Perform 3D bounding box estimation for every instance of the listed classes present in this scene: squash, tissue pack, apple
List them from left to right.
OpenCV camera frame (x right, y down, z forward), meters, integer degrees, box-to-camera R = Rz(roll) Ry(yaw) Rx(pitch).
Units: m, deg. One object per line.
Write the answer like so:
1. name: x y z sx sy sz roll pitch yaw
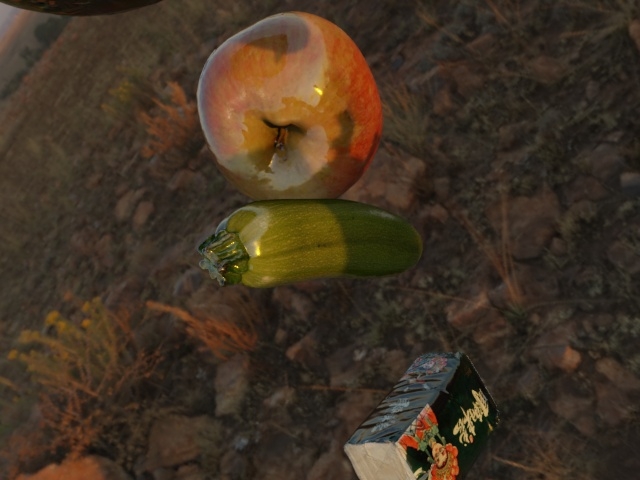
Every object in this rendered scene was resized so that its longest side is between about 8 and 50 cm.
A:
1. apple: -0.033 -0.140 0.768 0.209 0.209 0.164 -42 17 24
2. squash: 0.000 0.000 0.556 0.069 0.258 0.069 0 89 39
3. tissue pack: 0.114 0.204 0.754 0.090 0.103 0.170 -19 13 41

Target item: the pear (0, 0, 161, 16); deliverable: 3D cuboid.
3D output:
1. pear: -0.174 -0.280 0.508 0.398 0.398 0.165 -22 85 46
